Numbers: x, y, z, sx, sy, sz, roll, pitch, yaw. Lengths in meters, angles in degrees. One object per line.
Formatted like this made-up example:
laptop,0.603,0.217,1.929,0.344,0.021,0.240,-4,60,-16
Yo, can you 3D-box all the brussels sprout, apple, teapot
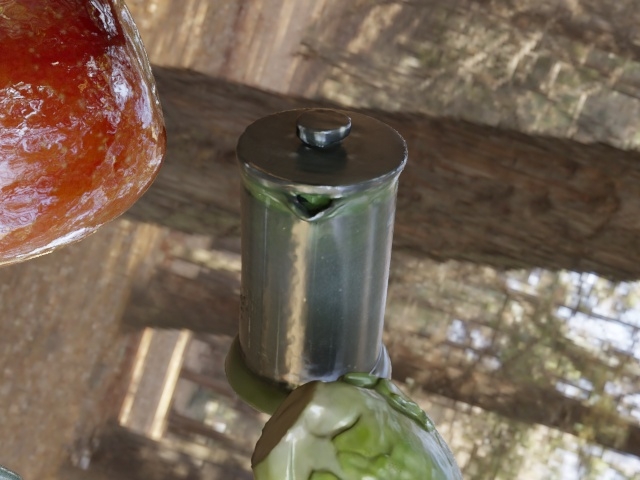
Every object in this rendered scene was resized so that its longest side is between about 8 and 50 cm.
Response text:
brussels sprout,0.043,0.251,1.084,0.244,0.244,0.244,-161,-90,-87
apple,-0.173,-0.073,0.569,0.181,0.168,0.181,164,-90,-85
teapot,0.000,0.000,1.242,0.270,0.200,0.337,-70,166,-56

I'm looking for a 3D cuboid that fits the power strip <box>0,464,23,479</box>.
power strip,-0.365,0.261,0.932,0.141,0.261,0.229,44,34,-49
